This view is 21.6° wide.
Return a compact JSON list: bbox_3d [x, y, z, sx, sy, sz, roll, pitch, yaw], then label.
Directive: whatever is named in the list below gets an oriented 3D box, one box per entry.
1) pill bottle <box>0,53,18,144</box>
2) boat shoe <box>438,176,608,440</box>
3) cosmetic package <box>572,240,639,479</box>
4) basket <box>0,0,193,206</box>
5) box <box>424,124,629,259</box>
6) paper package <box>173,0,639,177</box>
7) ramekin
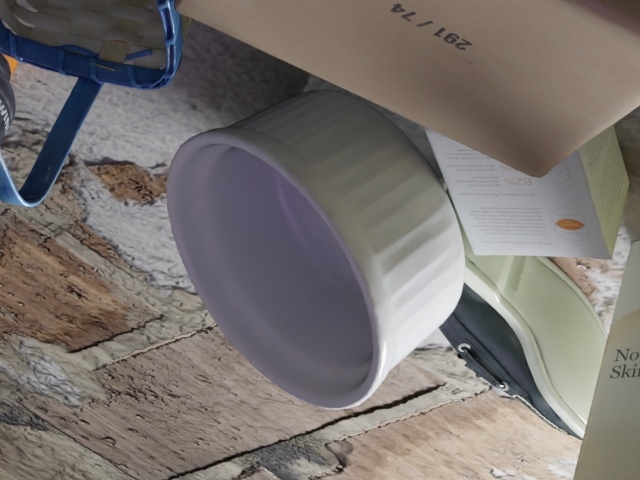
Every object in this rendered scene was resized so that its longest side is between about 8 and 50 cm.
[{"bbox_3d":[-0.363,-0.098,1.545,0.130,0.245,0.130,14,146,9],"label":"pill bottle"},{"bbox_3d":[0.170,0.078,1.622,0.113,0.127,0.340,-14,131,42],"label":"boat shoe"},{"bbox_3d":[0.331,0.146,1.469,0.160,0.309,0.113,-7,138,33],"label":"cosmetic package"},{"bbox_3d":[-0.209,-0.204,1.278,0.201,0.289,0.254,16,149,22],"label":"basket"},{"bbox_3d":[0.180,-0.072,1.439,0.130,0.091,0.170,2,142,25],"label":"box"},{"bbox_3d":[0.092,-0.208,1.172,0.325,0.168,0.309,24,162,-7],"label":"paper package"},{"bbox_3d":[0.000,0.000,1.508,0.277,0.135,0.277,34,142,32],"label":"ramekin"}]
